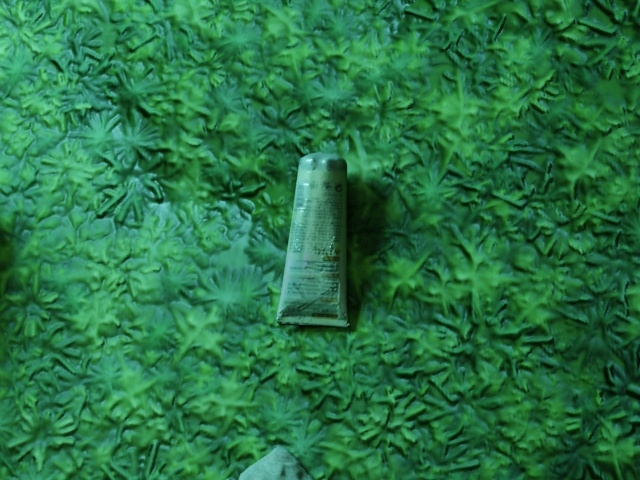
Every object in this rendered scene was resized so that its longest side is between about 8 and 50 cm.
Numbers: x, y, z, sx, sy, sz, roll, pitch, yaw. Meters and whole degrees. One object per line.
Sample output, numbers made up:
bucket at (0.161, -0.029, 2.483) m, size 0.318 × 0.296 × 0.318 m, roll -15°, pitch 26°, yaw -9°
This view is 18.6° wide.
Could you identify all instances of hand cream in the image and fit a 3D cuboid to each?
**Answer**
hand cream at (0.000, 0.000, 1.595) m, size 0.061 × 0.039 × 0.143 m, roll 4°, pitch 86°, yaw 5°

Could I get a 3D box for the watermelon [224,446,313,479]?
watermelon at (-0.054, 0.289, 1.487) m, size 0.310 × 0.193 × 0.231 m, roll -1°, pitch 95°, yaw 24°
